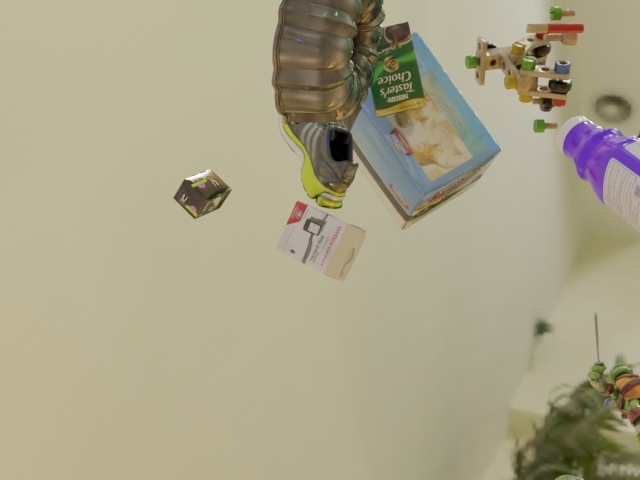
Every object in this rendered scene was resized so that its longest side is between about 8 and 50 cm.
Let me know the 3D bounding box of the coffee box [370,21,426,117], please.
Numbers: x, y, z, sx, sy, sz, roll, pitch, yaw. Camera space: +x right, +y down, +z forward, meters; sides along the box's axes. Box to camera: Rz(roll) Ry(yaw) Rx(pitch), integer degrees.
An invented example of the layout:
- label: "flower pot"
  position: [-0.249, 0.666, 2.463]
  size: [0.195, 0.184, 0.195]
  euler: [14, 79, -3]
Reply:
- label: "coffee box"
  position: [0.153, -0.360, 2.296]
  size: [0.040, 0.113, 0.184]
  euler: [-79, -22, -82]

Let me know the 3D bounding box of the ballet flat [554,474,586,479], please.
- label: "ballet flat"
  position: [0.488, 0.479, 1.932]
  size: [0.070, 0.188, 0.070]
  euler: [-32, -43, -36]

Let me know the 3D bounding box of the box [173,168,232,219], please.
- label: "box"
  position: [-0.216, -0.086, 1.992]
  size: [0.052, 0.062, 0.083]
  euler: [-54, -13, 31]

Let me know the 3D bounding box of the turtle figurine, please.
- label: "turtle figurine"
  position: [0.657, 0.279, 2.208]
  size: [0.266, 0.198, 0.275]
  euler: [-111, 40, -59]

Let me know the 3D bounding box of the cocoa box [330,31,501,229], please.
- label: "cocoa box"
  position: [0.201, -0.249, 2.482]
  size: [0.231, 0.347, 0.228]
  euler: [-30, -12, -18]

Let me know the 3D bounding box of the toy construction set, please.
- label: "toy construction set"
  position: [0.498, -0.455, 2.719]
  size: [0.309, 0.237, 0.257]
  euler: [102, 166, -62]

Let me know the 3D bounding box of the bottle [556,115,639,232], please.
- label: "bottle"
  position: [0.466, -0.094, 1.635]
  size: [0.092, 0.283, 0.118]
  euler: [-23, -48, -17]

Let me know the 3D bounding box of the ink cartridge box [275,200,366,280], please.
- label: "ink cartridge box"
  position: [0.000, 0.000, 2.109]
  size: [0.063, 0.150, 0.109]
  euler: [24, -89, -47]

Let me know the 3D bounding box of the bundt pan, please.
- label: "bundt pan"
  position: [0.028, -0.355, 1.930]
  size: [0.331, 0.124, 0.331]
  euler: [13, -90, -75]

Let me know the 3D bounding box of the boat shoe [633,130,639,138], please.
- label: "boat shoe"
  position: [0.747, -0.197, 2.355]
  size: [0.132, 0.130, 0.355]
  euler: [-73, -29, -62]

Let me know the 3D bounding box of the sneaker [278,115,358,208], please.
- label: "sneaker"
  position: [0.007, -0.209, 2.246]
  size: [0.111, 0.121, 0.300]
  euler: [8, -134, -40]
